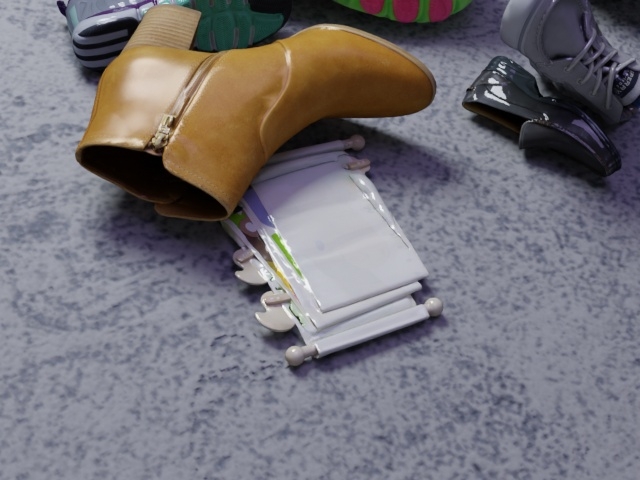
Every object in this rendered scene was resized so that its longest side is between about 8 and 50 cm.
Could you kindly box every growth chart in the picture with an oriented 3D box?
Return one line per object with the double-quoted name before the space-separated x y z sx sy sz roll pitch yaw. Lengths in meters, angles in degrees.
"growth chart" 0.000 0.000 1.109 0.172 0.021 0.237 -10 51 -19

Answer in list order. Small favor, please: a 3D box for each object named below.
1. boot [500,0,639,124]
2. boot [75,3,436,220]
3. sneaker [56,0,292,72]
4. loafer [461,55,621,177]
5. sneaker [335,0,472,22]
"boot" 0.253 -0.179 1.197 0.123 0.095 0.258 38 9 18
"boot" -0.052 -0.098 1.126 0.295 0.104 0.211 12 51 -1
"sneaker" -0.142 -0.234 1.252 0.224 0.083 0.098 -13 48 -21
"loafer" 0.212 -0.107 1.233 0.061 0.062 0.170 -44 62 -13
"sneaker" -0.055 -0.365 1.322 0.483 0.185 0.202 21 28 -15
